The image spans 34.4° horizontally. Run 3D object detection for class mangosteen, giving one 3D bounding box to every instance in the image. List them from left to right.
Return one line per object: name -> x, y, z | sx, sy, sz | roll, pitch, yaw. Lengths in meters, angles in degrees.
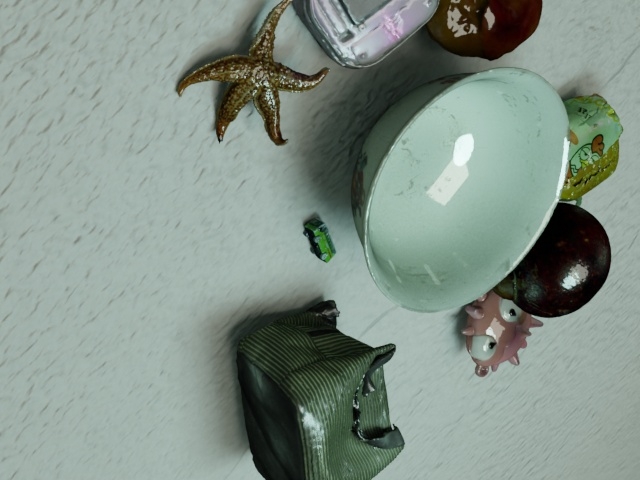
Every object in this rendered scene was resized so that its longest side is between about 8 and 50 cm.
mangosteen -> 0.412, 0.027, 1.988 | 0.289, 0.231, 0.231 | 15, 110, -14

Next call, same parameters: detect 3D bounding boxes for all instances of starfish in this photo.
starfish -> -0.090, -0.239, 1.477 | 0.213, 0.057, 0.238 | 8, 116, -27

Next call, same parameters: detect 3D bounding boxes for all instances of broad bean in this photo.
broad bean -> 0.262, -0.369, 1.656 | 0.228, 0.122, 0.156 | -6, 126, -42

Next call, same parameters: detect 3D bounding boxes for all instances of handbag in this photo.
handbag -> 0.001, 0.286, 1.790 | 0.240, 0.247, 0.341 | -26, 126, -27

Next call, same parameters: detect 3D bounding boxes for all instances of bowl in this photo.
bowl -> 0.191, -0.113, 1.712 | 0.435, 0.196, 0.435 | -21, 128, -29

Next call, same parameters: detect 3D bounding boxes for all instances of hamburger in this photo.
hamburger -> 0.488, -0.156, 1.988 | 0.214, 0.125, 0.235 | -18, 115, -18

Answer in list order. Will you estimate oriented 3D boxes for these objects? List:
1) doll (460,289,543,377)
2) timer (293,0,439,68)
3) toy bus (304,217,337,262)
doll -> 0.373, 0.157, 2.127 | 0.211, 0.093, 0.262 | 34, 81, -36
timer -> 0.073, -0.362, 1.515 | 0.208, 0.069, 0.191 | -40, 128, 2
toy bus -> 0.000, 0.000, 1.753 | 0.037, 0.031, 0.083 | -42, 137, -20
